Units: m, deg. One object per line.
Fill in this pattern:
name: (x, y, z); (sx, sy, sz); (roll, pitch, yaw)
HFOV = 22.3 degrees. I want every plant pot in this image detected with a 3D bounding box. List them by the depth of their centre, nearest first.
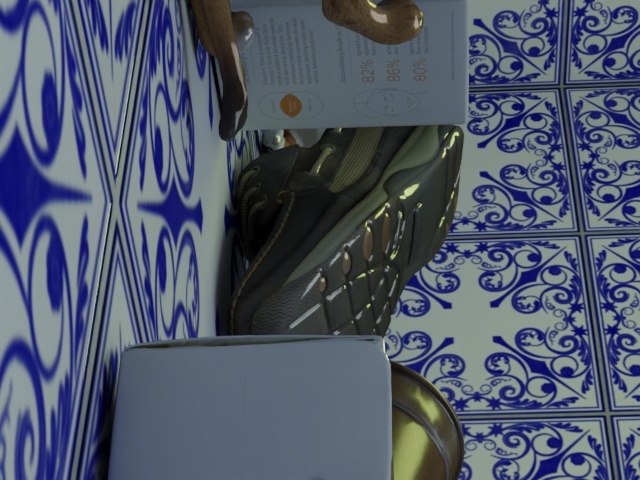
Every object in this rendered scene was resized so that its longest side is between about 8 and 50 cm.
plant pot: (0.020, 0.201, 1.253); (0.165, 0.167, 0.167); (-68, 157, -61)

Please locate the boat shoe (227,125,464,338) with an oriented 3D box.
boat shoe: (0.000, 0.000, 1.209); (0.355, 0.130, 0.132); (-43, 143, -60)

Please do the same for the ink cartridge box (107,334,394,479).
ink cartridge box: (-0.022, 0.199, 0.721); (0.283, 0.117, 0.207); (85, 5, -53)

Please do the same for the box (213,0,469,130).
box: (0.014, -0.149, 1.091); (0.130, 0.170, 0.091); (84, 7, -56)

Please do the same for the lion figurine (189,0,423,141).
lion figurine: (0.038, -0.257, 0.921); (0.392, 0.142, 0.240); (-53, 153, -18)

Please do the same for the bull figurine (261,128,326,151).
bull figurine: (-0.005, -0.174, 1.446); (0.188, 0.101, 0.310); (-28, 114, -82)
